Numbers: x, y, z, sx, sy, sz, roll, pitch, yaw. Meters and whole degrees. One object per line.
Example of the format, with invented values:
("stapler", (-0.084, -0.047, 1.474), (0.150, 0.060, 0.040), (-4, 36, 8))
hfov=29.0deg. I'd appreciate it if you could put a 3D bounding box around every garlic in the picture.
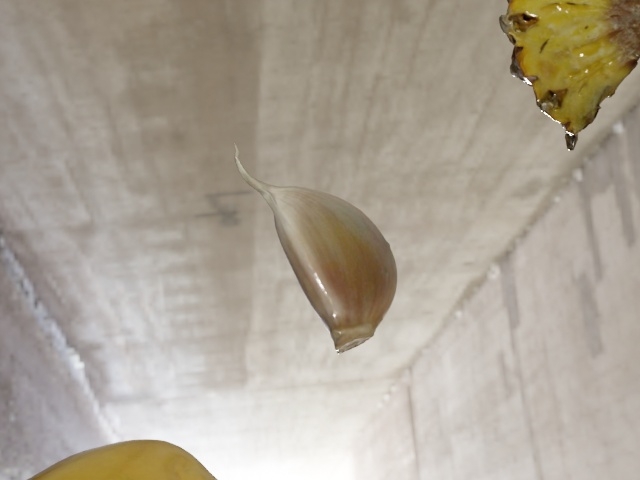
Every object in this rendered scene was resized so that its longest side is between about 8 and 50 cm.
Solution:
("garlic", (-0.002, -0.003, 1.441), (0.266, 0.128, 0.148), (53, -5, 10))

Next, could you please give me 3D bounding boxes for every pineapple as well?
("pineapple", (0.183, -0.191, 0.852), (0.233, 0.135, 0.079), (-61, -177, 19))

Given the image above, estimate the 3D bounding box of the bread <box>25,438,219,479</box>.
("bread", (-0.058, 0.184, 0.459), (0.217, 0.147, 0.098), (52, -8, 2))
